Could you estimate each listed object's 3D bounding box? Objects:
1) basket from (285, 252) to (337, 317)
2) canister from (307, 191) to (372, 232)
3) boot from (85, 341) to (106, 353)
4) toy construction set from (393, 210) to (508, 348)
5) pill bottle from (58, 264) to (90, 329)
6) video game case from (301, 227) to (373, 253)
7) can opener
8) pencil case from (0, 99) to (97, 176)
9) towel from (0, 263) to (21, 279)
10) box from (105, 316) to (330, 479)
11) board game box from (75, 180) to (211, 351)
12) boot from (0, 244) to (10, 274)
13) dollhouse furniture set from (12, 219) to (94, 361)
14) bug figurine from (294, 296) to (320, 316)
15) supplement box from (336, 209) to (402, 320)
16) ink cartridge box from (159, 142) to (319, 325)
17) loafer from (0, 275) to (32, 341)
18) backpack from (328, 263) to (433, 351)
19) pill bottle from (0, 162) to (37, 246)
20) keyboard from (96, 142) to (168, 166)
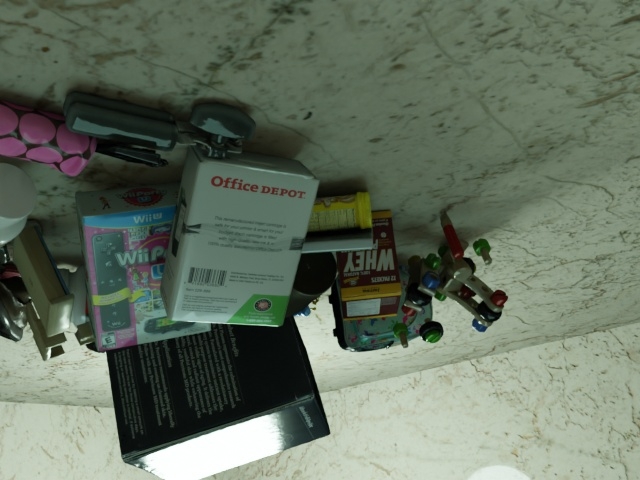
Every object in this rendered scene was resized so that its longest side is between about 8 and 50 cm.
[{"bbox_3d":[-0.060,0.085,1.601,0.204,0.154,0.227,-18,172,-25],"label":"basket"},{"bbox_3d":[0.016,-0.053,1.398,0.170,0.073,0.126,-6,180,5],"label":"canister"},{"bbox_3d":[-0.615,0.324,2.150,0.260,0.131,0.348,6,146,-44],"label":"boot"},{"bbox_3d":[0.293,0.058,1.642,0.258,0.237,0.308,-5,133,-6],"label":"toy construction set"},{"bbox_3d":[-0.502,0.137,1.664,0.283,0.161,0.161,2,158,-18],"label":"pill bottle"},{"bbox_3d":[0.000,0.000,1.405,0.213,0.023,0.193,-4,-172,5],"label":"video game case"},{"bbox_3d":[-0.241,-0.183,1.060,0.280,0.074,0.093,5,122,-28],"label":"can opener"},{"bbox_3d":[-0.447,-0.153,1.036,0.209,0.095,0.098,13,117,-35],"label":"pencil case"},{"bbox_3d":[-0.868,0.085,1.620,0.329,0.037,0.237,13,150,-43],"label":"towel"},{"bbox_3d":[-0.249,0.416,1.863,0.472,0.297,0.480,-16,154,-2],"label":"box"},{"bbox_3d":[-0.327,0.048,1.310,0.224,0.097,0.303,-9,124,-21],"label":"board game box"},{"bbox_3d":[-0.730,0.013,1.439,0.161,0.083,0.246,-9,161,-29],"label":"boot"},{"bbox_3d":[-0.481,0.071,1.520,0.303,0.198,0.286,-18,155,-34],"label":"dollhouse furniture set"},{"bbox_3d":[-0.104,0.174,1.980,0.216,0.072,0.279,-1,159,-10],"label":"bug figurine"},{"bbox_3d":[0.103,0.061,1.573,0.129,0.191,0.194,-6,159,1],"label":"supplement box"},{"bbox_3d":[-0.145,-0.007,1.212,0.211,0.121,0.289,7,111,-24],"label":"ink cartridge box"},{"bbox_3d":[-0.732,0.129,1.576,0.134,0.130,0.366,23,158,-9],"label":"loafer"},{"bbox_3d":[0.168,0.171,1.835,0.254,0.225,0.191,-4,164,-15],"label":"backpack"},{"bbox_3d":[-0.599,-0.043,1.212,0.246,0.136,0.136,-23,153,38],"label":"pill bottle"},{"bbox_3d":[-0.298,-0.137,1.102,0.108,0.023,0.180,15,-179,-30],"label":"keyboard"}]
